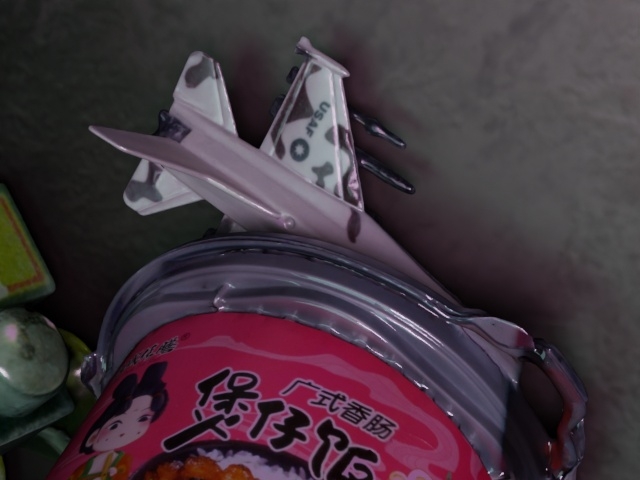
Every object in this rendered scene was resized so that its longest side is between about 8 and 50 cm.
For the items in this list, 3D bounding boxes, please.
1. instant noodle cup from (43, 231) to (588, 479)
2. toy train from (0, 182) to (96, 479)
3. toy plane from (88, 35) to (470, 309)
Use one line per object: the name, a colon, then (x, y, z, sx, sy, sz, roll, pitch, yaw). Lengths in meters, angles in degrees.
instant noodle cup: (-0.031, 0.150, 0.693, 0.258, 0.181, 0.302, 45, 133, -10)
toy train: (-0.251, 0.088, 0.862, 0.272, 0.159, 0.188, -32, 84, 38)
toy plane: (-0.001, -0.007, 0.731, 0.234, 0.082, 0.160, 29, 110, 2)
